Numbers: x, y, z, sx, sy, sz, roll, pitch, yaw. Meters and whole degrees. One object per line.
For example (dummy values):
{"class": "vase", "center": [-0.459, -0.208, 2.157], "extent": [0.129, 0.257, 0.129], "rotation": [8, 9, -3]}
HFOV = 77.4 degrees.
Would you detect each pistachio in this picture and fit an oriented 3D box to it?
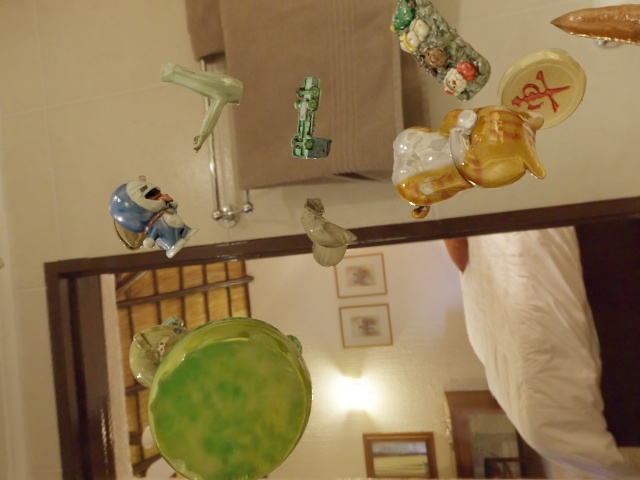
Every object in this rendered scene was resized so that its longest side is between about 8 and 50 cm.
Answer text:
{"class": "pistachio", "center": [-0.634, -0.074, 1.362], "extent": [0.136, 0.136, 0.225], "rotation": [56, -154, -67]}

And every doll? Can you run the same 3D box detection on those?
{"class": "doll", "center": [0.257, -0.154, 0.750], "extent": [0.162, 0.270, 0.166], "rotation": [18, -111, -37]}
{"class": "doll", "center": [-0.405, 0.301, 1.060], "extent": [0.177, 0.162, 0.261], "rotation": [50, 164, -3]}
{"class": "doll", "center": [-0.490, -0.070, 1.175], "extent": [0.257, 0.161, 0.215], "rotation": [38, -155, -10]}

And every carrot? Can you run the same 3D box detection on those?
{"class": "carrot", "center": [0.543, -0.414, 0.764], "extent": [0.205, 0.072, 0.072], "rotation": [34, 149, 44]}

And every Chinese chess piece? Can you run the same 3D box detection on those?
{"class": "Chinese chess piece", "center": [0.695, -0.473, 1.266], "extent": [0.097, 0.251, 0.250], "rotation": [-62, -33, -46]}

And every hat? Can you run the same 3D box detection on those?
{"class": "hat", "center": [0.000, 0.000, 0.942], "extent": [0.147, 0.085, 0.175], "rotation": [44, 141, 29]}

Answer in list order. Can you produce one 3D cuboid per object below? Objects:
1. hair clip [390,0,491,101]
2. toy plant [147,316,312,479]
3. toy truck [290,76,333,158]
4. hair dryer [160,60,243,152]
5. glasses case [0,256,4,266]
{"class": "hair clip", "center": [0.287, -0.491, 1.022], "extent": [0.321, 0.091, 0.138], "rotation": [49, 153, 6]}
{"class": "toy plant", "center": [-0.121, 0.193, 0.575], "extent": [0.316, 0.225, 0.184], "rotation": [155, 99, -75]}
{"class": "toy truck", "center": [-0.015, -0.273, 0.905], "extent": [0.082, 0.067, 0.174], "rotation": [-5, -73, -37]}
{"class": "hair dryer", "center": [-0.316, -0.334, 1.019], "extent": [0.075, 0.207, 0.236], "rotation": [137, 141, -67]}
{"class": "glasses case", "center": [-0.787, 0.045, 0.907], "extent": [0.092, 0.059, 0.233], "rotation": [51, 162, -22]}
